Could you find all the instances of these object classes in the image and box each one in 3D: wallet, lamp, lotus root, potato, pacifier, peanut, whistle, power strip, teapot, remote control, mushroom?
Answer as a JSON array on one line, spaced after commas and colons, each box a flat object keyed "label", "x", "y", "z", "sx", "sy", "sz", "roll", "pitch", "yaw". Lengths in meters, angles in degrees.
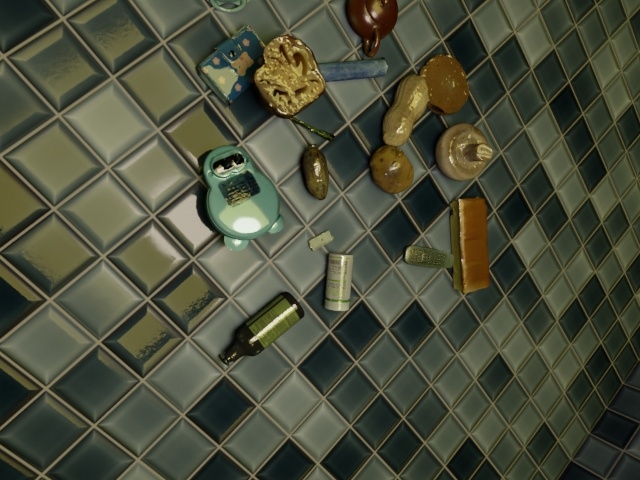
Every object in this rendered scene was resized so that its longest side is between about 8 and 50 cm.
[{"label": "wallet", "x": -0.241, "y": -0.502, "z": 1.228, "sx": 0.202, "sy": 0.059, "sz": 0.141, "roll": -47, "pitch": 110, "yaw": -13}, {"label": "lamp", "x": -0.230, "y": -0.129, "z": 1.223, "sx": 0.209, "sy": 0.147, "sz": 0.284, "roll": -29, "pitch": 115, "yaw": -22}, {"label": "lotus root", "x": -0.110, "y": -0.453, "z": 1.229, "sx": 0.188, "sy": 0.180, "sz": 0.199, "roll": -31, "pitch": 107, "yaw": -14}, {"label": "potato", "x": 0.241, "y": -0.234, "z": 1.449, "sx": 0.176, "sy": 0.137, "sz": 0.137, "roll": 46, "pitch": 76, "yaw": -19}, {"label": "pacifier", "x": -0.258, "y": -0.708, "z": 1.190, "sx": 0.150, "sy": 0.127, "sz": 0.117, "roll": -6, "pitch": 58, "yaw": 2}, {"label": "lotus root", "x": -0.017, "y": -0.213, "z": 1.352, "sx": 0.080, "sy": 0.089, "sz": 0.179, "roll": -5, "pitch": 102, "yaw": 12}, {"label": "peanut", "x": 0.289, "y": -0.433, "z": 1.457, "sx": 0.123, "sy": 0.123, "sz": 0.257, "roll": 22, "pitch": 88, "yaw": -26}, {"label": "whistle", "x": 0.075, "y": -0.542, "z": 1.372, "sx": 0.304, "sy": 0.062, "sz": 0.062, "roll": -15, "pitch": 102, "yaw": -23}, {"label": "power strip", "x": 0.000, "y": 0.000, "z": 1.419, "sx": 0.090, "sy": 0.016, "sz": 0.040, "roll": -29, "pitch": 108, "yaw": -19}, {"label": "teapot", "x": 0.173, "y": -0.714, "z": 1.361, "sx": 0.178, "sy": 0.135, "sz": 0.252, "roll": 2, "pitch": 94, "yaw": -22}, {"label": "remote control", "x": 0.404, "y": 0.064, "z": 1.603, "sx": 0.221, "sy": 0.042, "sz": 0.072, "roll": 9, "pitch": 92, "yaw": -25}, {"label": "mushroom", "x": 0.522, "y": -0.313, "z": 1.525, "sx": 0.207, "sy": 0.215, "sz": 0.208, "roll": -3, "pitch": 99, "yaw": -17}]

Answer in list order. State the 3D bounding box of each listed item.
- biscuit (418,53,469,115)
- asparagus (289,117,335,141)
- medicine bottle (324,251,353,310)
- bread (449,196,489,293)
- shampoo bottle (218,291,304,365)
[{"label": "biscuit", "x": 0.444, "y": -0.560, "z": 1.555, "sx": 0.225, "sy": 0.042, "sz": 0.226, "roll": -2, "pitch": 95, "yaw": -24}, {"label": "asparagus", "x": -0.054, "y": -0.364, "z": 1.353, "sx": 0.232, "sy": 0.023, "sz": 0.022, "roll": 19, "pitch": 43, "yaw": -26}, {"label": "medicine bottle", "x": 0.061, "y": 0.134, "z": 1.424, "sx": 0.086, "sy": 0.086, "sz": 0.184, "roll": 4, "pitch": 94, "yaw": -26}, {"label": "bread", "x": 0.574, "y": 0.012, "z": 1.659, "sx": 0.138, "sy": 0.077, "sz": 0.362, "roll": -9, "pitch": 100, "yaw": -23}, {"label": "shampoo bottle", "x": -0.183, "y": 0.278, "z": 1.315, "sx": 0.283, "sy": 0.101, "sz": 0.101, "roll": -38, "pitch": 110, "yaw": -18}]
